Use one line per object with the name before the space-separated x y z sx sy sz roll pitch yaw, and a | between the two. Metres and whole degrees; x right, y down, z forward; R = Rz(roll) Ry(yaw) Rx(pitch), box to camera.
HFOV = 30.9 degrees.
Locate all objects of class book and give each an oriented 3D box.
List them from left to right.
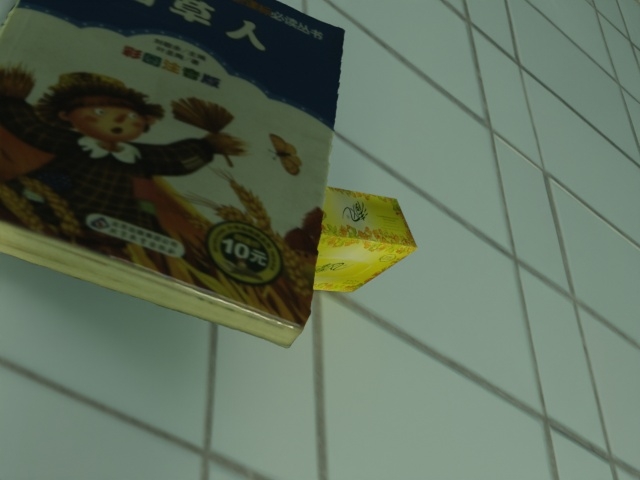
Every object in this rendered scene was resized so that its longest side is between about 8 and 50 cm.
book | -0.133 -0.114 0.991 0.300 0.039 0.428 19 41 -11

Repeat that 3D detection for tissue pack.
tissue pack | 0.000 0.000 1.099 0.176 0.095 0.062 7 55 -52
